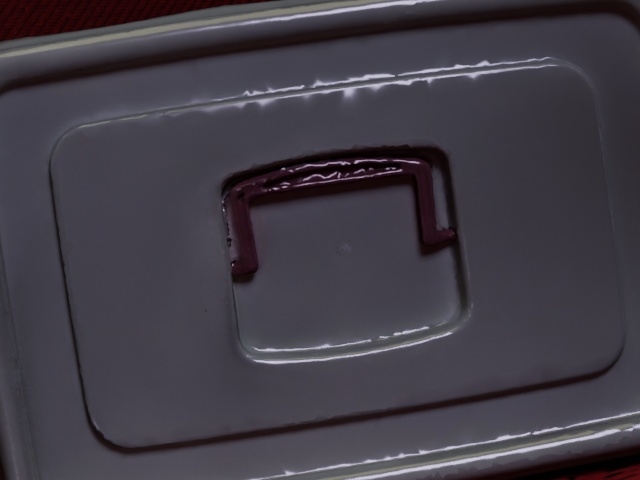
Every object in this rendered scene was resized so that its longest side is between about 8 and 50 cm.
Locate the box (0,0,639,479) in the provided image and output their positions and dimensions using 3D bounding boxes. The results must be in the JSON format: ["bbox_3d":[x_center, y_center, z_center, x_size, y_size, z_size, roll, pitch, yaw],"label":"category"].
[{"bbox_3d":[0.000,0.000,0.633,0.294,0.193,0.167,-8,5,-6],"label":"box"}]
